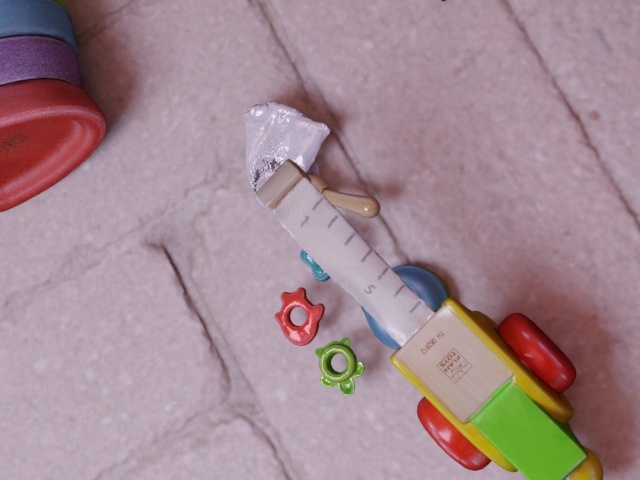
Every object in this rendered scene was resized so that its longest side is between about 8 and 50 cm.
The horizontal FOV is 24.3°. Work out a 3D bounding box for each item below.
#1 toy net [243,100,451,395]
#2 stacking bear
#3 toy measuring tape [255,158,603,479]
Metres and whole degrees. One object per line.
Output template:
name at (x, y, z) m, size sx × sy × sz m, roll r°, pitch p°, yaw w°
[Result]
toy net at (0.000, 0.000, 1.170) m, size 0.122 × 0.045 × 0.232 m, roll -35°, pitch 78°, yaw 13°
stacking bear at (-0.294, -0.190, 1.201) m, size 0.164 × 0.175 × 0.289 m, roll -27°, pitch 74°, yaw 14°
toy measuring tape at (0.084, 0.066, 1.093) m, size 0.330 × 0.121 × 0.121 m, roll 45°, pitch 99°, yaw -2°
